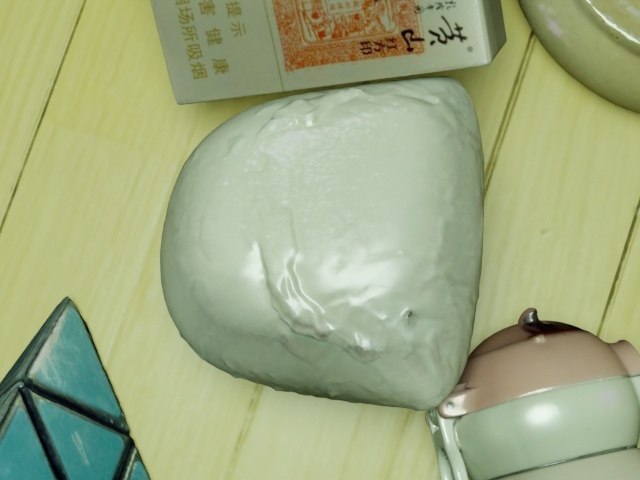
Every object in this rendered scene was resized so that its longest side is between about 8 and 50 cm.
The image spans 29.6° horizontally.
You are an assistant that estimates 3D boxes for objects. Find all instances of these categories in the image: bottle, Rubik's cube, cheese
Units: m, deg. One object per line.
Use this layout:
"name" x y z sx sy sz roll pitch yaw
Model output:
"bottle" 0.146 0.158 0.711 0.148 0.147 0.236 -13 75 1
"Rubik's cube" -0.185 0.207 0.713 0.233 0.228 0.228 34 130 40
"cheese" 0.000 0.000 0.722 0.189 0.154 0.198 4 71 4

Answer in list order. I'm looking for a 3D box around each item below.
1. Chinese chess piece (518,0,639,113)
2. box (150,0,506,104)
"Chinese chess piece" 0.244 -0.198 0.766 0.251 0.097 0.250 0 83 2
"box" -0.002 -0.161 0.708 0.201 0.058 0.141 -4 110 20
